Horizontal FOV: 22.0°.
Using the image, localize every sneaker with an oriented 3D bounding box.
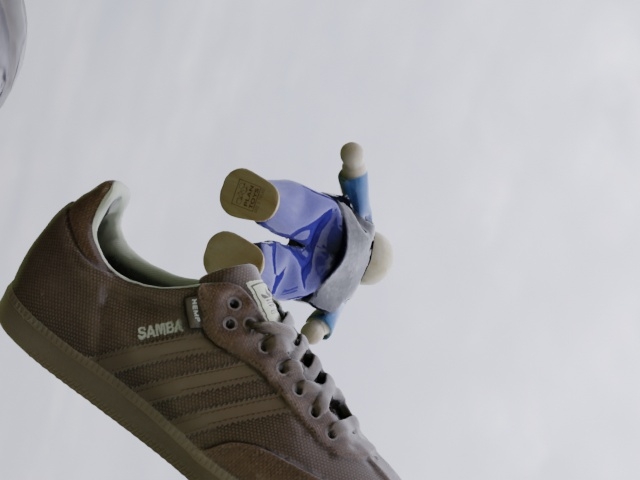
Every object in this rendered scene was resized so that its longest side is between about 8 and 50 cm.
[{"bbox_3d":[-0.030,0.049,0.599,0.071,0.188,0.066,-59,170,7],"label":"sneaker"}]

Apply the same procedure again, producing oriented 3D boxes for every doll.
[{"bbox_3d":[0.000,0.000,1.018,0.046,0.189,0.129,14,-92,28],"label":"doll"}]

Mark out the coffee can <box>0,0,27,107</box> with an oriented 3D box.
[{"bbox_3d":[-0.240,-0.004,0.539,0.201,0.201,0.275,-51,-164,52],"label":"coffee can"}]
